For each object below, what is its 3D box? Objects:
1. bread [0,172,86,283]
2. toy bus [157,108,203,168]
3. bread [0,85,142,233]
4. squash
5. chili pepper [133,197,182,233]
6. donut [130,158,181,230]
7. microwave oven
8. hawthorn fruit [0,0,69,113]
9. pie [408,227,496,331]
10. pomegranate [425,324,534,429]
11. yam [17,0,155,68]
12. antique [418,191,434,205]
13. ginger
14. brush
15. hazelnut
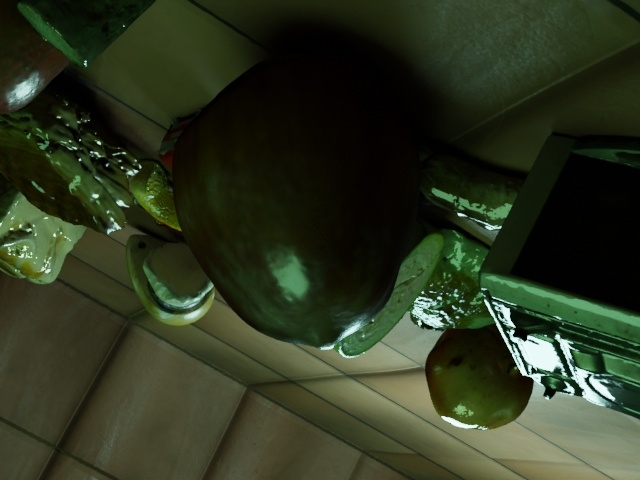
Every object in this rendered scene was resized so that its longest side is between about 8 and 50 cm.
[{"bbox_3d":[-0.717,-0.106,2.329,0.371,0.279,0.390,26,165,12],"label":"bread"},{"bbox_3d":[-0.206,-0.156,1.749,0.079,0.077,0.174,36,160,-24],"label":"toy bus"},{"bbox_3d":[-0.481,-0.173,1.963,0.277,0.167,0.325,15,150,36],"label":"bread"},{"bbox_3d":[0.000,0.000,1.627,0.309,0.234,0.210,40,172,21],"label":"squash"},{"bbox_3d":[-0.279,-0.042,2.240,0.267,0.059,0.050,17,-162,22],"label":"chili pepper"},{"bbox_3d":[-0.296,-0.079,2.109,0.181,0.078,0.146,33,159,-11],"label":"donut"},{"bbox_3d":[0.417,0.084,1.230,0.394,0.247,0.333,17,159,29],"label":"microwave oven"},{"bbox_3d":[-0.453,-0.319,1.393,0.277,0.277,0.298,24,143,10],"label":"hawthorn fruit"},{"bbox_3d":[0.206,0.062,1.761,0.257,0.106,0.274,-9,145,39],"label":"pie"},{"bbox_3d":[0.290,0.247,1.953,0.209,0.209,0.209,25,163,8],"label":"pomegranate"},{"bbox_3d":[-0.246,-0.301,1.250,0.107,0.194,0.107,42,169,10],"label":"yam"},{"bbox_3d":[0.135,-0.065,1.607,0.031,0.015,0.192,38,161,-28],"label":"antique"},{"bbox_3d":[0.209,-0.062,1.417,0.190,0.069,0.095,23,167,11],"label":"ginger"},{"bbox_3d":[-0.359,0.064,2.497,0.266,0.174,0.166,41,151,15],"label":"brush"},{"bbox_3d":[-0.023,-0.051,1.362,0.365,0.366,0.366,25,163,8],"label":"hazelnut"}]
